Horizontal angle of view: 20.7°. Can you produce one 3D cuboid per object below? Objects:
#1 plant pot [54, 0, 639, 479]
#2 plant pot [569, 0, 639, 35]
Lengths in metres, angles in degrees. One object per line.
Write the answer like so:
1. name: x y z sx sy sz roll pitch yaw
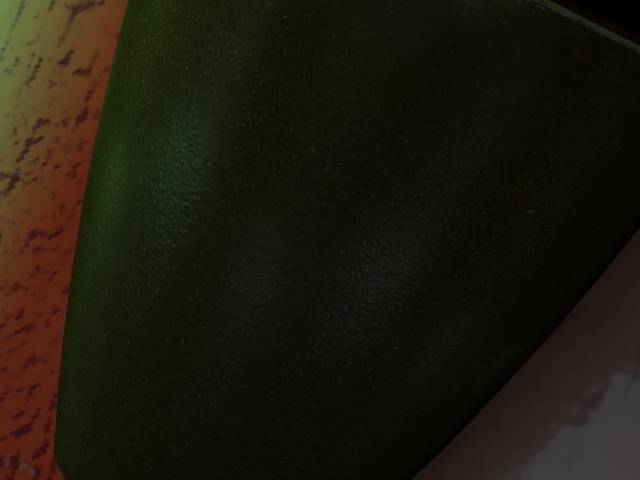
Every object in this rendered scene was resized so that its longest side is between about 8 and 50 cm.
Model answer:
1. plant pot: 0.000 0.000 0.639 0.215 0.215 0.230 29 101 18
2. plant pot: 0.136 -0.156 0.641 0.187 0.167 0.188 30 86 22
